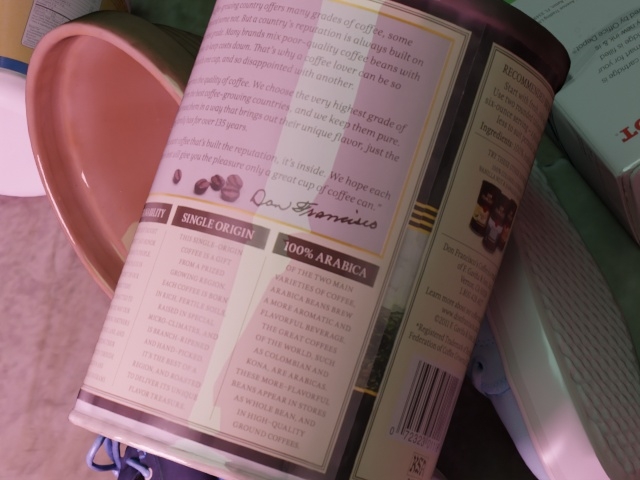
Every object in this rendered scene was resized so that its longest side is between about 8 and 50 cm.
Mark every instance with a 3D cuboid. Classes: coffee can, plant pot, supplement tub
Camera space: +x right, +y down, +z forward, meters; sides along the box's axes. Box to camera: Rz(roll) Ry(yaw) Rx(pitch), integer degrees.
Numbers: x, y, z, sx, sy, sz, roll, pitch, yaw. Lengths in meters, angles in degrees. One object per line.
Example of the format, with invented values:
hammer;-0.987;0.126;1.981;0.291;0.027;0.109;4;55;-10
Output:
coffee can;0.000;0.000;0.919;0.201;0.201;0.275;15;82;29
plant pot;-0.087;-0.053;1.125;0.109;0.237;0.237;-29;46;-33
supplement tub;-0.226;-0.150;1.276;0.144;0.144;0.200;-3;56;19

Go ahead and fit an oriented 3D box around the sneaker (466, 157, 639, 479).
sneaker;0.087;0.029;1.064;0.150;0.135;0.366;-38;49;23

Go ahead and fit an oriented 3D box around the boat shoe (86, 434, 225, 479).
boat shoe;-0.096;0.152;1.042;0.089;0.109;0.258;-30;49;3

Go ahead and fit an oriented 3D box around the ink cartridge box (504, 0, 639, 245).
ink cartridge box;0.216;-0.125;1.121;0.160;0.093;0.219;-31;52;-1

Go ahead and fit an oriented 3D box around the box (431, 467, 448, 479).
box;0.086;0.200;0.963;0.063;0.067;0.324;-40;51;-8
